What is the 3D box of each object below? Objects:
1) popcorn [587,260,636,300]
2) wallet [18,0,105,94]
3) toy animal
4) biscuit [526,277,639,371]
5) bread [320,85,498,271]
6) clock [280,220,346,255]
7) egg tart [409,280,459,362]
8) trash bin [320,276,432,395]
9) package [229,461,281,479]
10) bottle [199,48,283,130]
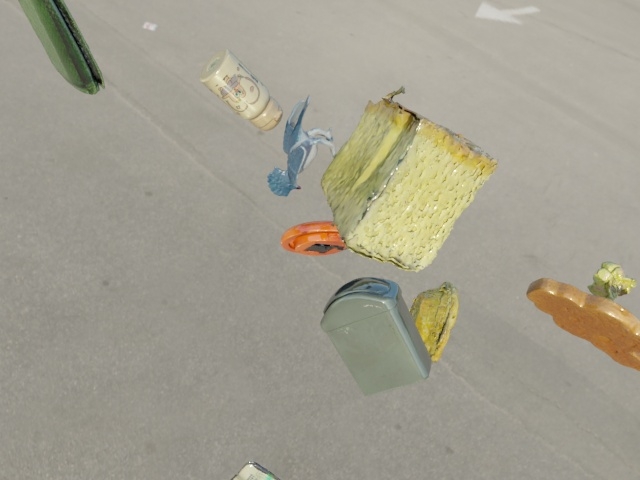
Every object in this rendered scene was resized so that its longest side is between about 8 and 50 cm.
[{"bbox_3d":[0.726,0.107,1.367,0.109,0.097,0.089,6,38,-51],"label":"popcorn"},{"bbox_3d":[-0.474,-0.383,0.958,0.160,0.236,0.055,31,59,31],"label":"wallet"},{"bbox_3d":[-0.052,-0.210,1.267,0.176,0.255,0.239,-12,40,-2],"label":"toy animal"},{"bbox_3d":[0.603,0.178,1.164,0.334,0.202,0.047,30,72,5],"label":"biscuit"},{"bbox_3d":[0.084,-0.130,0.888,0.315,0.248,0.279,36,13,32],"label":"bread"},{"bbox_3d":[0.000,0.000,1.402,0.205,0.205,0.051,5,70,-22],"label":"clock"},{"bbox_3d":[0.348,0.255,1.756,0.116,0.294,0.294,21,38,0],"label":"egg tart"},{"bbox_3d":[0.113,0.195,1.148,0.236,0.177,0.101,62,23,-11],"label":"trash bin"},{"bbox_3d":[-0.109,0.581,1.206,0.232,0.166,0.040,38,22,-16],"label":"package"},{"bbox_3d":[-0.183,-0.346,1.298,0.110,0.097,0.209,14,-20,49],"label":"bottle"}]
